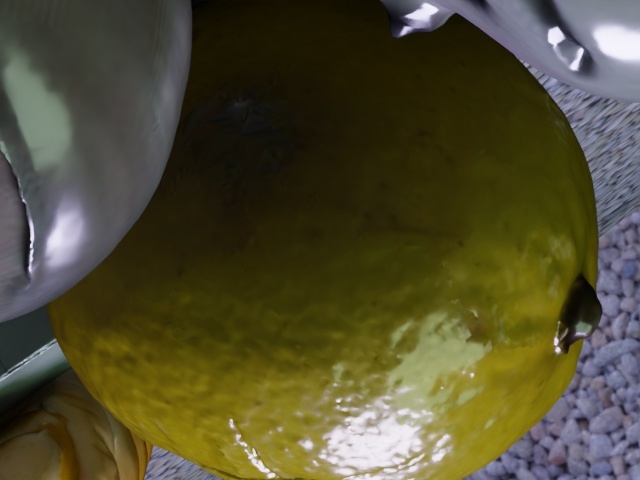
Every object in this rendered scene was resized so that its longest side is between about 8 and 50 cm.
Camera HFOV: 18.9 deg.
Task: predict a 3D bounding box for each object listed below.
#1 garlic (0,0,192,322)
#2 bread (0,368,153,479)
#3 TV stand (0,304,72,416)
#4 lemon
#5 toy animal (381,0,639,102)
[{"bbox_3d":[-0.156,-0.082,0.469,0.237,0.210,0.292,-3,159,-16],"label":"garlic"},{"bbox_3d":[-0.194,0.157,1.306,0.173,0.121,0.311,-31,-169,8],"label":"bread"},{"bbox_3d":[-0.205,0.058,1.189,0.269,0.082,0.088,-35,170,-6],"label":"TV stand"},{"bbox_3d":[0.000,0.000,1.027,0.297,0.297,0.297,-34,167,-9],"label":"lemon"},{"bbox_3d":[0.052,-0.182,0.464,0.251,0.310,0.251,-34,169,-8],"label":"toy animal"}]
